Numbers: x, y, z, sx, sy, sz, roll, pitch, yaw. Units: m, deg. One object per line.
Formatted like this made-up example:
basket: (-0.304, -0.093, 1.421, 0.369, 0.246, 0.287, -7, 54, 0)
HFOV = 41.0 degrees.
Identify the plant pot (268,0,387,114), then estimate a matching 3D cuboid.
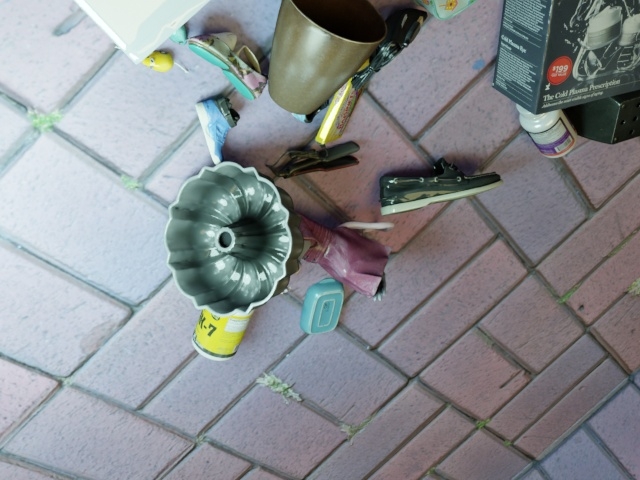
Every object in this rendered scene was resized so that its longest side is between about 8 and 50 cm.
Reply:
plant pot: (-0.014, -0.374, 1.722, 0.215, 0.215, 0.230, 1, 139, -32)

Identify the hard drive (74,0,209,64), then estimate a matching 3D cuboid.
hard drive: (-0.352, -0.483, 1.494, 0.203, 0.040, 0.307, -41, 130, 4)

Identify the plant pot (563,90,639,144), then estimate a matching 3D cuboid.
plant pot: (0.761, -0.355, 2.221, 0.187, 0.167, 0.188, -17, 131, -20)

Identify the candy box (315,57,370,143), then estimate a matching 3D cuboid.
candy box: (0.057, -0.312, 1.884, 0.105, 0.027, 0.206, -28, 148, -59)

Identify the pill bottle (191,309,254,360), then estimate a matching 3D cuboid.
pill bottle: (-0.228, 0.179, 2.081, 0.119, 0.119, 0.208, 5, 122, -34)

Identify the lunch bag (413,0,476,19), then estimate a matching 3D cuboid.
lunch bag: (0.269, -0.609, 1.750, 0.224, 0.108, 0.279, -38, 138, -6)

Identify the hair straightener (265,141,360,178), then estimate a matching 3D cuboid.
hair straightener: (-0.015, -0.198, 1.965, 0.230, 0.047, 0.089, -11, 130, -18)

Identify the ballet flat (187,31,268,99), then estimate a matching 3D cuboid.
ballet flat: (-0.179, -0.364, 1.709, 0.221, 0.077, 0.079, 36, 81, -51)

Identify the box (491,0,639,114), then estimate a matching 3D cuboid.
box: (0.602, -0.495, 1.987, 0.343, 0.179, 0.312, -16, 128, -20)

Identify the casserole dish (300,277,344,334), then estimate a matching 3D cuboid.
casserole dish: (0.009, 0.184, 2.292, 0.114, 0.037, 0.188, -8, 128, -28)

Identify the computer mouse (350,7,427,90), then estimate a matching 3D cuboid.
computer mouse: (0.156, -0.430, 1.759, 0.060, 0.184, 0.262, 45, 57, -9)

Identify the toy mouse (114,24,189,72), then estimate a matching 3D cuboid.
toy mouse: (-0.306, -0.387, 1.630, 0.161, 0.031, 0.143, 0, 125, -32)

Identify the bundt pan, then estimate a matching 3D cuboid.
bundt pan: (-0.172, -0.003, 1.849, 0.331, 0.331, 0.124, -55, 157, 18)

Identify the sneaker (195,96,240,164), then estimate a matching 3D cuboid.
sneaker: (-0.204, -0.232, 1.802, 0.085, 0.058, 0.152, -18, 127, -7)

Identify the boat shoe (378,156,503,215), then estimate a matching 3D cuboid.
boat shoe: (0.298, -0.149, 2.148, 0.340, 0.127, 0.113, -14, 89, -13)

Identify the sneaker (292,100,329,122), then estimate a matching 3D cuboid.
sneaker: (0.007, -0.318, 1.851, 0.063, 0.073, 0.162, 24, 111, -41)

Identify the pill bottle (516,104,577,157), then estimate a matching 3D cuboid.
pill bottle: (0.574, -0.304, 2.189, 0.108, 0.108, 0.193, -43, 135, 6)

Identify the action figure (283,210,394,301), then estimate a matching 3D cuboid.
action figure: (0.000, 0.000, 2.026, 0.370, 0.248, 0.275, 27, 75, -18)
